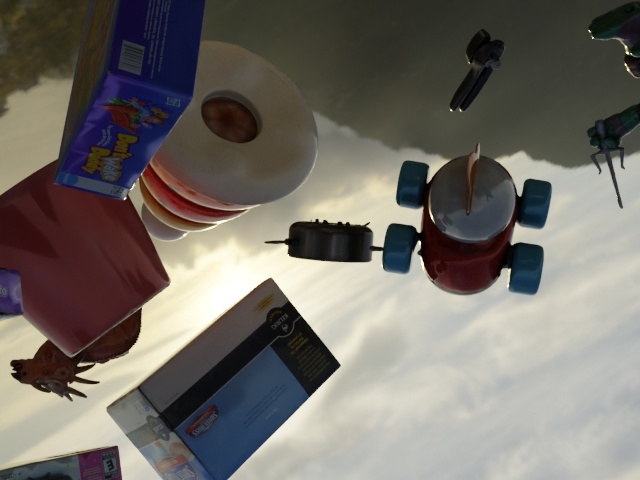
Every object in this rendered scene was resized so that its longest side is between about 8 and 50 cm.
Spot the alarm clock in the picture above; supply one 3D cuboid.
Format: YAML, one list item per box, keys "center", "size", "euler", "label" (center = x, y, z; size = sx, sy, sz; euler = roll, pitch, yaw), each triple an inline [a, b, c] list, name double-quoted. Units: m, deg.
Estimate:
- center: [0.000, 0.000, 1.256]
  size: [0.192, 0.064, 0.129]
  euler: [-2, -174, -37]
  label: "alarm clock"

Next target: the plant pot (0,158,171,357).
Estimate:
- center: [-0.380, 0.028, 1.295]
  size: [0.275, 0.243, 0.275]
  euler: [-35, -176, 3]
  label: "plant pot"

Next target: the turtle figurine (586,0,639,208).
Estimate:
- center: [0.345, -0.114, 0.820]
  size: [0.118, 0.234, 0.175]
  euler: [-43, -148, -15]
  label: "turtle figurine"

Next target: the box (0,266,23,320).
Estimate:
- center: [-0.505, 0.079, 0.904]
  size: [0.293, 0.057, 0.201]
  euler: [-15, 167, 17]
  label: "box"

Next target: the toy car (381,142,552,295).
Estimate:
- center: [0.205, -0.059, 1.130]
  size: [0.238, 0.219, 0.210]
  euler: [82, 21, -62]
  label: "toy car"

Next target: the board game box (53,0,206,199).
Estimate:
- center: [-0.188, -0.248, 0.874]
  size: [0.078, 0.347, 0.233]
  euler: [14, 154, -24]
  label: "board game box"

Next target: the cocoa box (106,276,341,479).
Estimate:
- center: [-0.181, 0.280, 1.592]
  size: [0.347, 0.228, 0.231]
  euler: [-40, -178, -36]
  label: "cocoa box"

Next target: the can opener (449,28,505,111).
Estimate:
- center: [0.310, -0.326, 1.660]
  size: [0.059, 0.073, 0.186]
  euler: [-2, 140, -18]
  label: "can opener"

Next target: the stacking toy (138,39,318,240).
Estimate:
- center: [-0.246, -0.125, 1.665]
  size: [0.351, 0.350, 0.480]
  euler: [-34, 171, -38]
  label: "stacking toy"

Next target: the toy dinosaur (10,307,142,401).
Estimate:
- center: [-0.436, 0.199, 1.597]
  size: [0.296, 0.127, 0.200]
  euler: [-23, -140, -19]
  label: "toy dinosaur"

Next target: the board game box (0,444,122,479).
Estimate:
- center: [-0.374, 0.456, 1.160]
  size: [0.098, 0.303, 0.224]
  euler: [-14, 170, 37]
  label: "board game box"
